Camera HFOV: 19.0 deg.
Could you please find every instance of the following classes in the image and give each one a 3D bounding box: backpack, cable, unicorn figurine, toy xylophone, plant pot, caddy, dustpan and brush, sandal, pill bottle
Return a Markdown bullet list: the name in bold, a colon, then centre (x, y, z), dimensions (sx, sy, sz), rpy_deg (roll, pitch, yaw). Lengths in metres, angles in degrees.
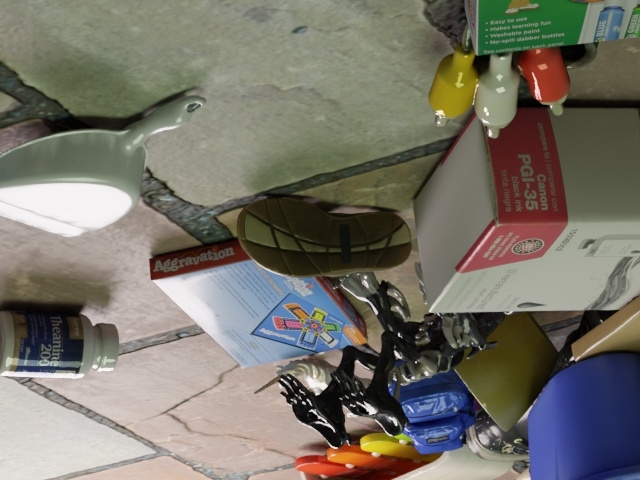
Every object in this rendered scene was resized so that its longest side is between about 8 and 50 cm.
- **backpack**: centre (0.129, 0.181, 2.167), dimensions (0.098, 0.101, 0.120), rpy_deg (-15, 151, 3)
- **cable**: centre (0.137, -0.165, 1.413), dimensions (0.139, 0.072, 0.287), rpy_deg (-8, 157, 7)
- **unicorn figurine**: centre (0.010, 0.159, 2.101), dimensions (0.162, 0.060, 0.111), rpy_deg (8, 167, 0)
- **toy xylophone**: centre (0.133, 0.289, 2.433), dimensions (0.323, 0.081, 0.236), rpy_deg (-25, 151, 35)
- **plant pot**: centre (0.197, 0.123, 2.042), dimensions (0.095, 0.134, 0.134), rpy_deg (-37, 151, 7)
- **caddy**: centre (0.334, 0.236, 1.925), dimensions (0.241, 0.179, 0.341), rpy_deg (-3, 158, -6)
- **dustpan and brush**: centre (-0.177, -0.068, 1.584), dimensions (0.211, 0.060, 0.147), rpy_deg (-15, 157, 34)
- **sandal**: centre (0.000, 0.000, 1.774), dimensions (0.180, 0.072, 0.049), rpy_deg (2, 176, -30)
- **pill bottle**: centre (-0.266, 0.105, 1.920), dimensions (0.120, 0.067, 0.067), rpy_deg (4, 154, -24)

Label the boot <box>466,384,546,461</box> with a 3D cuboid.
- **boot**: centre (0.309, 0.201, 2.260), dimensions (0.236, 0.085, 0.178), rpy_deg (-2, 157, -28)

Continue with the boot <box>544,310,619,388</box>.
- **boot**: centre (0.424, 0.113, 2.044), dimensions (0.348, 0.131, 0.260), rpy_deg (5, 150, 1)

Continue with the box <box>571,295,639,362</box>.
- **box**: centre (0.352, 0.079, 1.799), dimensions (0.164, 0.021, 0.201), rpy_deg (4, 158, -19)

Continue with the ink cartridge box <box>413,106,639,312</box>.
- **ink cartridge box**: centre (0.249, -0.026, 1.706), dimensions (0.283, 0.117, 0.207), rpy_deg (0, 156, -15)

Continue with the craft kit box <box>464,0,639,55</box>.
- **craft kit box**: centre (0.221, -0.232, 1.259), dimensions (0.250, 0.061, 0.246), rpy_deg (-7, 143, 0)

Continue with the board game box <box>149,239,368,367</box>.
- **board game box**: centre (-0.056, 0.063, 1.934), dimensions (0.145, 0.027, 0.281), rpy_deg (-11, 156, 12)

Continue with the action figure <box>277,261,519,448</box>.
- **action figure**: centre (0.089, 0.078, 1.850), dimensions (0.164, 0.141, 0.276), rpy_deg (-15, -161, 47)
